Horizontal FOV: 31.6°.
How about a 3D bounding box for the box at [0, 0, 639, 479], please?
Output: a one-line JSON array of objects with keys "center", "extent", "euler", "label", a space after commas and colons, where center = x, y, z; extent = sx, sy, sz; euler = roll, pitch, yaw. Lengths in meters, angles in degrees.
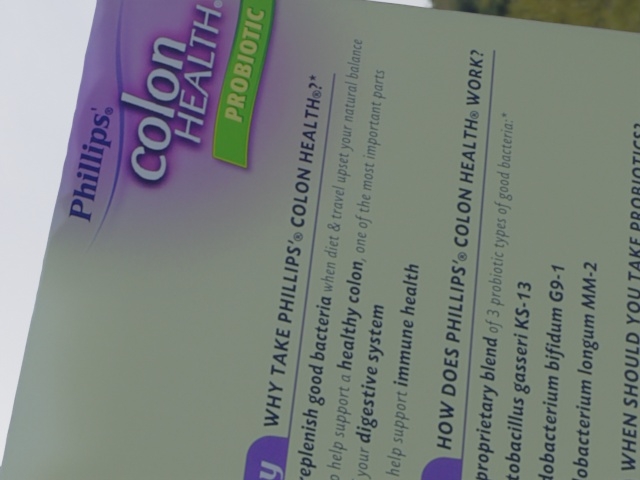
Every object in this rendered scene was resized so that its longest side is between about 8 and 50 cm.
[{"center": [0.026, 0.033, 0.423], "extent": [0.117, 0.243, 0.213], "euler": [98, 178, -72], "label": "box"}]
